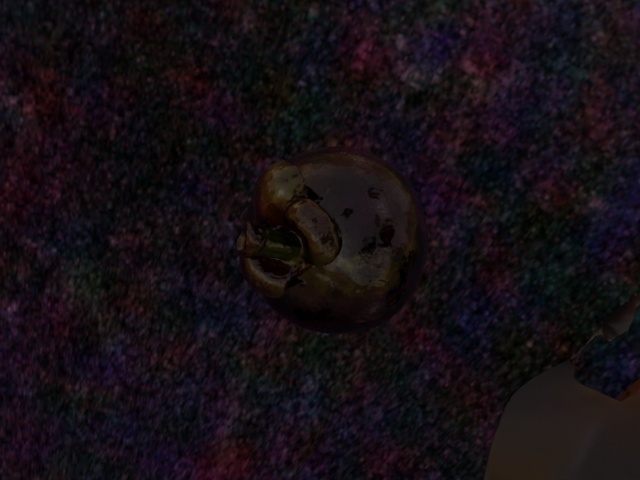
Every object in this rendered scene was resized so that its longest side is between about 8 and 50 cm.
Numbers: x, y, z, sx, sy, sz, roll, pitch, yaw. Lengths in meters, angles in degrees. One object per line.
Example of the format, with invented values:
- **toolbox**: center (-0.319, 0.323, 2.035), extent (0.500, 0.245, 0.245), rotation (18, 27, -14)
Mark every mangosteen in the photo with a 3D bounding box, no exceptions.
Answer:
- **mangosteen**: center (0.000, 0.000, 1.247), extent (0.265, 0.228, 0.228), rotation (0, 52, -55)

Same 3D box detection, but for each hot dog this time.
- **hot dog**: center (0.293, 0.138, 0.779), extent (0.326, 0.107, 0.194), rotation (-2, 69, 25)
